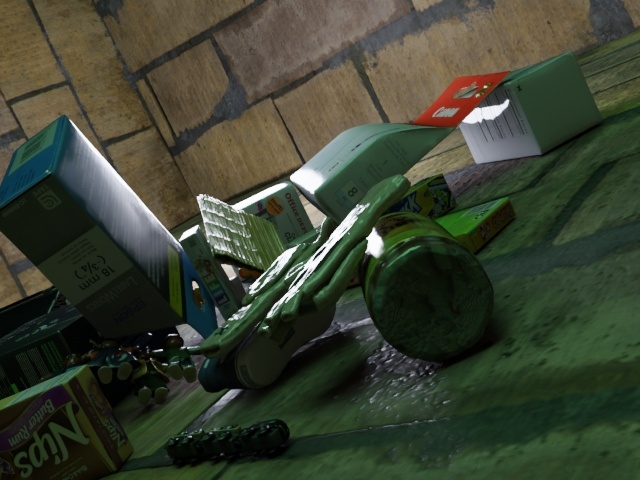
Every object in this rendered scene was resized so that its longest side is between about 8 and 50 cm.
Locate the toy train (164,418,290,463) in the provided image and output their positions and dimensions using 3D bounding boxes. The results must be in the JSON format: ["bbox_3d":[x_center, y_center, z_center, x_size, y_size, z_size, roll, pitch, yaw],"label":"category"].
[{"bbox_3d":[-0.086,0.179,0.789,0.158,0.027,0.036,-18,8,41],"label":"toy train"}]

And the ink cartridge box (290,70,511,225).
[{"bbox_3d":[0.128,-0.196,1.582,0.385,0.091,0.308,-43,12,-1],"label":"ink cartridge box"}]

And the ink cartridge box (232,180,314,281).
[{"bbox_3d":[-0.107,-0.022,1.702,0.176,0.128,0.127,-27,9,-3],"label":"ink cartridge box"}]

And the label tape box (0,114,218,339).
[{"bbox_3d":[-0.285,0.015,1.206,0.106,0.333,0.240,-35,26,6],"label":"label tape box"}]

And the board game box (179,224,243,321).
[{"bbox_3d":[-0.156,0.055,1.302,0.026,0.154,0.103,-29,8,0],"label":"board game box"}]

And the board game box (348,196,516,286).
[{"bbox_3d":[0.122,0.008,1.175,0.259,0.039,0.124,-15,13,42],"label":"board game box"}]

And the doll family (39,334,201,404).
[{"bbox_3d":[-0.245,0.158,1.094,0.193,0.076,0.111,7,19,-21],"label":"doll family"}]

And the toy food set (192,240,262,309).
[{"bbox_3d":[-0.178,0.055,1.511,0.104,0.111,0.232,-19,9,44],"label":"toy food set"}]

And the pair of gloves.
[{"bbox_3d":[-0.014,0.037,0.893,0.204,0.042,0.240,-50,10,-32],"label":"pair of gloves"}]

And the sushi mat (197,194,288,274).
[{"bbox_3d":[-0.119,-0.002,1.427,0.019,0.151,0.316,-62,19,12],"label":"sushi mat"}]

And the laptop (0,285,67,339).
[{"bbox_3d":[-0.650,0.261,1.969,0.382,0.236,0.408,-20,-18,31],"label":"laptop"}]

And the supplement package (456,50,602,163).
[{"bbox_3d":[0.358,-0.230,1.567,0.139,0.133,0.244,-28,8,-13],"label":"supplement package"}]

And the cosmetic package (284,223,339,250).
[{"bbox_3d":[0.000,0.000,1.551,0.115,0.041,0.060,-30,10,-23],"label":"cosmetic package"}]

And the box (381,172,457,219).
[{"bbox_3d":[0.131,-0.042,1.358,0.169,0.059,0.054,-32,8,-34],"label":"box"}]

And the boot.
[{"bbox_3d":[-0.060,0.105,1.005,0.086,0.069,0.190,-16,15,38],"label":"boot"}]

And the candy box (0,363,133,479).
[{"bbox_3d":[-0.306,0.217,0.930,0.187,0.109,0.053,-23,9,16],"label":"candy box"}]

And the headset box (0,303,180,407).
[{"bbox_3d":[-0.375,0.176,1.291,0.283,0.131,0.246,-22,9,22],"label":"headset box"}]

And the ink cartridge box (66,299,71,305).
[{"bbox_3d":[-0.358,0.121,1.583,0.175,0.127,0.072,-19,10,37],"label":"ink cartridge box"}]

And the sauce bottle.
[{"bbox_3d":[0.090,0.029,0.903,0.111,0.111,0.344,-26,8,1],"label":"sauce bottle"}]
